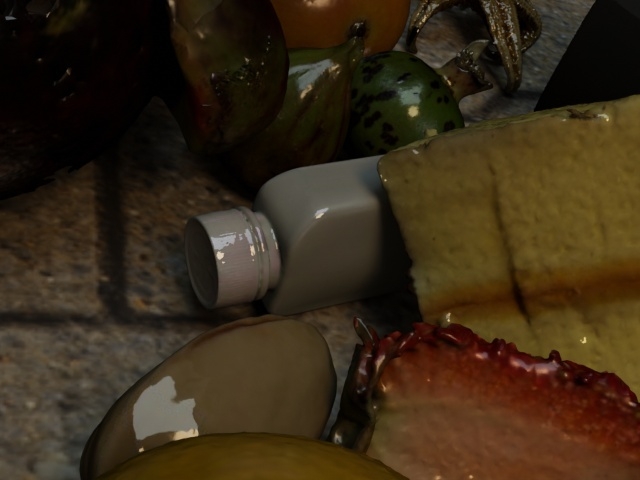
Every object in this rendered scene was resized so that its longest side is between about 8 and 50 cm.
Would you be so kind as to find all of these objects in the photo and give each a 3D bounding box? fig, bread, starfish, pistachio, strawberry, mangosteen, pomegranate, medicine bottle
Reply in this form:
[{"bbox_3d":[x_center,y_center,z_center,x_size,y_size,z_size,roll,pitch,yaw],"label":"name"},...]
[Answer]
[{"bbox_3d":[-0.018,-0.102,0.754,0.109,0.154,0.103,26,38,-47],"label":"fig"},{"bbox_3d":[0.162,0.028,0.605,0.135,0.178,0.240,-20,97,-32],"label":"bread"},{"bbox_3d":[0.156,-0.233,1.001,0.146,0.074,0.190,3,48,-23],"label":"starfish"},{"bbox_3d":[-0.060,0.109,0.568,0.108,0.126,0.185,9,25,36],"label":"pistachio"},{"bbox_3d":[0.096,0.136,0.596,0.208,0.167,0.087,19,5,-6],"label":"strawberry"},{"bbox_3d":[-0.224,-0.201,0.653,0.421,0.381,0.381,11,44,-26],"label":"mangosteen"},{"bbox_3d":[0.082,-0.113,0.810,0.161,0.122,0.122,-35,57,5],"label":"pomegranate"},{"bbox_3d":[0.000,0.000,0.688,0.183,0.119,0.069,-12,56,-26],"label":"medicine bottle"}]

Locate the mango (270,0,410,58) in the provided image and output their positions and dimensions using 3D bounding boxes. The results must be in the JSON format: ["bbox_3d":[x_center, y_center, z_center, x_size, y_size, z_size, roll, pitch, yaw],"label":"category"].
[{"bbox_3d":[-0.043,-0.236,0.892,0.254,0.139,0.175,19,32,11],"label":"mango"}]

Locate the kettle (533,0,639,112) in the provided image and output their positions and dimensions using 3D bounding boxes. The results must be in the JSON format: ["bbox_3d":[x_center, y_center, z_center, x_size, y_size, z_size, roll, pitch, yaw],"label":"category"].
[{"bbox_3d":[0.378,-0.116,0.907,0.308,0.262,0.203,34,82,10],"label":"kettle"}]

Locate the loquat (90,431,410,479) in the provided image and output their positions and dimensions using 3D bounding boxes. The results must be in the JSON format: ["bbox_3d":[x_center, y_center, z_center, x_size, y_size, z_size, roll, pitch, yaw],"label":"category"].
[{"bbox_3d":[-0.007,0.213,0.376,0.275,0.275,0.275,9,45,-9],"label":"loquat"}]
